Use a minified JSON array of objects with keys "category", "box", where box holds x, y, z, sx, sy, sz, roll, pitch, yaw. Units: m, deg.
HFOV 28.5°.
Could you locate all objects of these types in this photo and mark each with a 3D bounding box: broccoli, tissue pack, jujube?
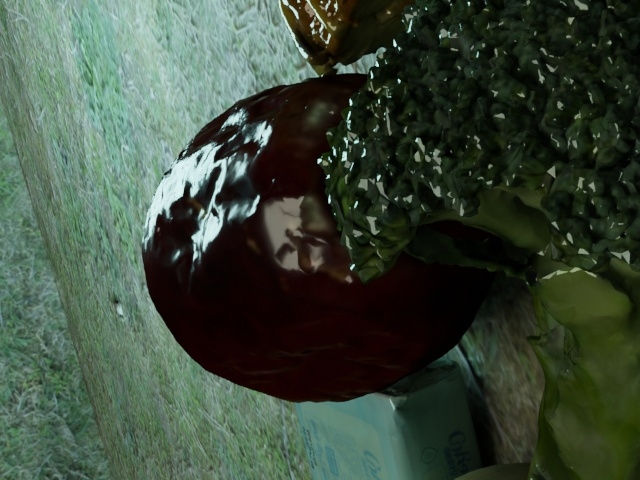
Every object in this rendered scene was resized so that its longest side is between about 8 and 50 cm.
[{"category":"broccoli","box":[0.125,0.007,0.619,0.252,0.221,0.361,29,145,9]},{"category":"tissue pack","box":[0.067,0.212,1.004,0.177,0.089,0.263,12,118,59]},{"category":"jujube","box":[0.000,0.000,0.832,0.318,0.223,0.223,149,103,-72]}]

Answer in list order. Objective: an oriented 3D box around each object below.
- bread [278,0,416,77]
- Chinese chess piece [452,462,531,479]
[{"category":"bread","box":[-0.003,-0.267,0.801,0.185,0.114,0.275,112,138,-57]},{"category":"Chinese chess piece","box":[0.133,0.271,0.800,0.257,0.104,0.257,178,90,-74]}]
